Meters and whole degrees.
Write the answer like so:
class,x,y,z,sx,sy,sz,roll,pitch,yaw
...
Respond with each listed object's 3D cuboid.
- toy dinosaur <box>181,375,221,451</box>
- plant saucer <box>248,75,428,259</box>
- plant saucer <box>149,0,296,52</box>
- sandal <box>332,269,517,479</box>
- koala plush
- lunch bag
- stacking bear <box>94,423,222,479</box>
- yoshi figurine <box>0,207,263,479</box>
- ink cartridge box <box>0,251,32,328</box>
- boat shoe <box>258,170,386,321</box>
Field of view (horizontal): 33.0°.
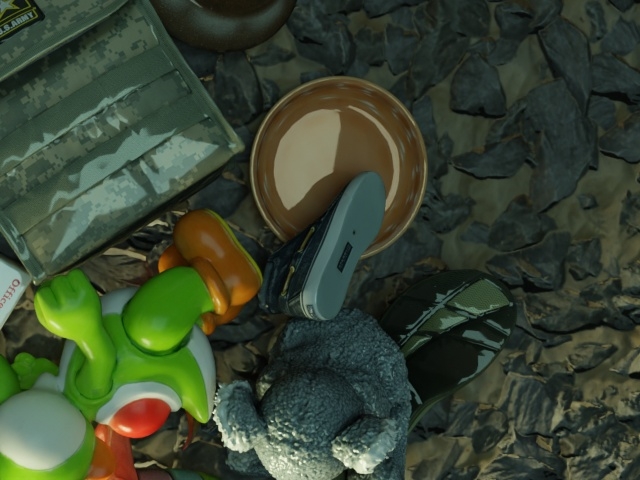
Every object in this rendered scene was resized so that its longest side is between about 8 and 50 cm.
class,x,y,z,sx,sy,sz,roll,pitch,yaw
toy dinosaur,-0.130,0.162,1.124,0.090,0.082,0.047,-24,140,-40
plant saucer,0.018,-0.077,1.170,0.200,0.037,0.200,-1,95,-16
plant saucer,-0.101,-0.293,1.100,0.199,0.036,0.198,2,86,-28
sandal,0.088,0.148,1.184,0.120,0.086,0.303,44,100,8
koala plush,-0.006,0.170,1.047,0.196,0.221,0.203,13,94,12
lunch bag,-0.245,-0.136,1.027,0.235,0.169,0.287,-34,91,-11
stacking bear,-0.107,0.315,1.104,0.289,0.175,0.164,20,106,-25
yoshi figurine,-0.241,0.106,1.010,0.362,0.203,0.203,-42,128,-24
ink cartridge box,-0.358,0.040,1.065,0.122,0.052,0.088,32,85,-17
boat shoe,0.000,0.000,1.120,0.065,0.083,0.183,55,50,-39
